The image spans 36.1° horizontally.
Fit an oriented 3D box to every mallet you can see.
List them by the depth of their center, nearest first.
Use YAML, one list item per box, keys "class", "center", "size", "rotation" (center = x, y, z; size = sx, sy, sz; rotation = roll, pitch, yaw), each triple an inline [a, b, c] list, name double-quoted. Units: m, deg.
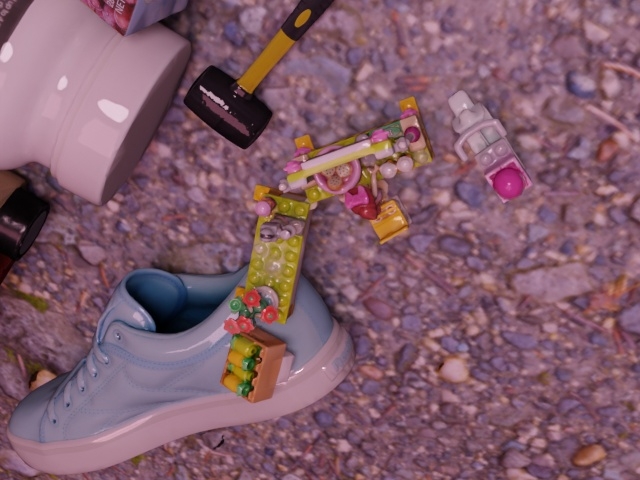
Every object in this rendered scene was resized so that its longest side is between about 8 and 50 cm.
- class: "mallet"
  center: [-0.018, -0.132, 0.681]
  size: [0.062, 0.039, 0.190]
  rotation: [44, 126, -15]

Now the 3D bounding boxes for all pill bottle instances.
- class: "pill bottle"
  center: [-0.241, -0.146, 0.667]
  size: [0.278, 0.162, 0.162]
  rotation: [29, 132, -4]

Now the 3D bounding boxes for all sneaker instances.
- class: "sneaker"
  center: [-0.154, 0.093, 0.868]
  size: [0.366, 0.135, 0.150]
  rotation: [-21, 111, 23]

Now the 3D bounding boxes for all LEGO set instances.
- class: "LEGO set"
  center: [0.000, 0.000, 0.674]
  size: [0.287, 0.107, 0.132]
  rotation: [-42, 92, 16]

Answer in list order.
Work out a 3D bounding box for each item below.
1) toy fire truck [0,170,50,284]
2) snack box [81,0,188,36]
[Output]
- class: "toy fire truck"
  center: [-0.333, 0.071, 0.857]
  size: [0.158, 0.217, 0.246]
  rotation: [30, 143, -5]
- class: "snack box"
  center: [-0.146, -0.253, 0.571]
  size: [0.207, 0.070, 0.174]
  rotation: [40, 133, 9]
